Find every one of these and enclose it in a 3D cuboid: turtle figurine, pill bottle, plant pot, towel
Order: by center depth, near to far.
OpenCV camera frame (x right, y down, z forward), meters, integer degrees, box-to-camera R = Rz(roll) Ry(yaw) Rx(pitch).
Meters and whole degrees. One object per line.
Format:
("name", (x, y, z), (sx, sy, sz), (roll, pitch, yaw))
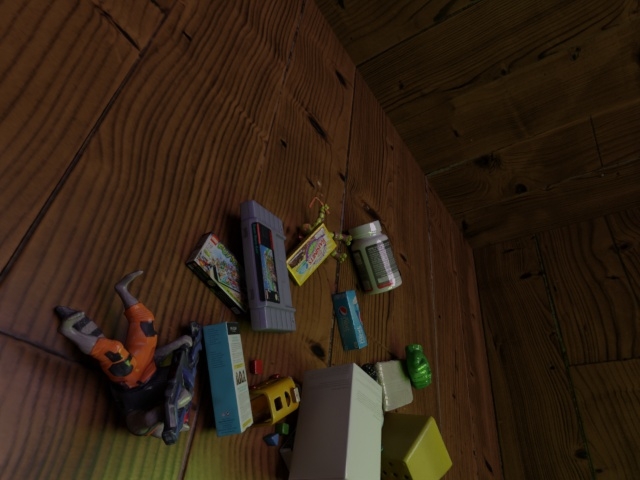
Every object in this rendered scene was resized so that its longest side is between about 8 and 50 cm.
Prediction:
("turtle figurine", (0.000, 0.000, 1.560), (0.217, 0.087, 0.270), (29, 62, -31))
("plant pot", (0.310, 0.770, 1.560), (0.187, 0.212, 0.212), (-32, 103, -47))
("towel", (0.298, 0.583, 1.782), (0.282, 0.049, 0.187), (19, 57, -56))
("pill bottle", (0.223, 0.068, 1.819), (0.161, 0.161, 0.283), (-18, 91, -60))

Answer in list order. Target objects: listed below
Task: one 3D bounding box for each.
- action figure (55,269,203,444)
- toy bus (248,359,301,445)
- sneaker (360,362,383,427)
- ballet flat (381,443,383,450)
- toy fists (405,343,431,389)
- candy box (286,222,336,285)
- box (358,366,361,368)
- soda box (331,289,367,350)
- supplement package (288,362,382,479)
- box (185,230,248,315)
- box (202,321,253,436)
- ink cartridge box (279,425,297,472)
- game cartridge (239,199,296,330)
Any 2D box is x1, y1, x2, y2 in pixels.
("action figure", (-0.345, 0.233, 0.856), (0.341, 0.178, 0.330), (-111, -179, -76))
("toy bus", (-0.106, 0.412, 1.145), (0.191, 0.104, 0.202), (51, 36, -33))
("sneaker", (0.176, 0.565, 1.570), (0.086, 0.085, 0.237), (73, 11, -60))
("ballet flat", (0.149, 0.694, 1.455), (0.203, 0.074, 0.074), (3, 72, -55))
("toy fists", (0.427, 0.556, 1.892), (0.279, 0.096, 0.142), (67, 17, -57))
("candy box", (-0.035, 0.045, 1.452), (0.206, 0.027, 0.105), (-47, 123, -28))
("box", (0.108, 0.481, 1.501), (0.018, 0.067, 0.083), (37, 46, -45))
("soda box", (0.106, 0.292, 1.600), (0.071, 0.067, 0.210), (2, 74, -59))
("supplement package", (0.050, 0.516, 1.188), (0.177, 0.175, 0.293), (48, 35, -35))
("box", (-0.252, 0.088, 1.145), (0.207, 0.036, 0.114), (53, 34, -29))
("box", (-0.216, 0.317, 1.022), (0.100, 0.060, 0.244), (63, 15, -77))
("ink cartridge box", (-0.015, 0.616, 1.247), (0.206, 0.045, 0.208), (-35, 105, -60))
("game cartridge", (-0.146, 0.082, 1.246), (0.230, 0.068, 0.355), (47, 33, -72))
